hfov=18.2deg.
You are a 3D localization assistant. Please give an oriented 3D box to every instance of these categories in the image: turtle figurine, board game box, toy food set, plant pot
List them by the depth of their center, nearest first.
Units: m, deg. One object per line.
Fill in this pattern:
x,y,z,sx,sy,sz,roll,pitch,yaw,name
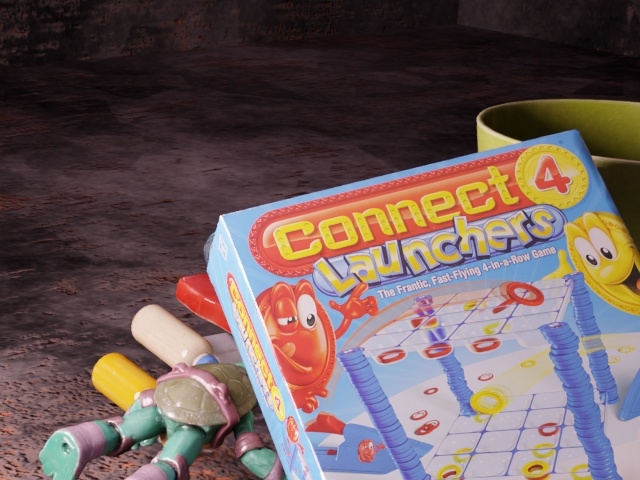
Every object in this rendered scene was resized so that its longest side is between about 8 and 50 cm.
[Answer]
0.109,0.091,1.495,0.308,0.086,0.302,-15,63,-17,board game box
-0.105,0.156,1.626,0.175,0.118,0.234,14,23,35,turtle figurine
0.265,0.043,1.776,0.275,0.293,0.275,3,15,-1,plant pot
-0.085,0.101,1.850,0.232,0.111,0.104,-8,31,-42,toy food set

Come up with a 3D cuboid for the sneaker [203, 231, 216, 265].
0.000,0.000,2.259,0.283,0.110,0.122,-3,12,-25,sneaker
